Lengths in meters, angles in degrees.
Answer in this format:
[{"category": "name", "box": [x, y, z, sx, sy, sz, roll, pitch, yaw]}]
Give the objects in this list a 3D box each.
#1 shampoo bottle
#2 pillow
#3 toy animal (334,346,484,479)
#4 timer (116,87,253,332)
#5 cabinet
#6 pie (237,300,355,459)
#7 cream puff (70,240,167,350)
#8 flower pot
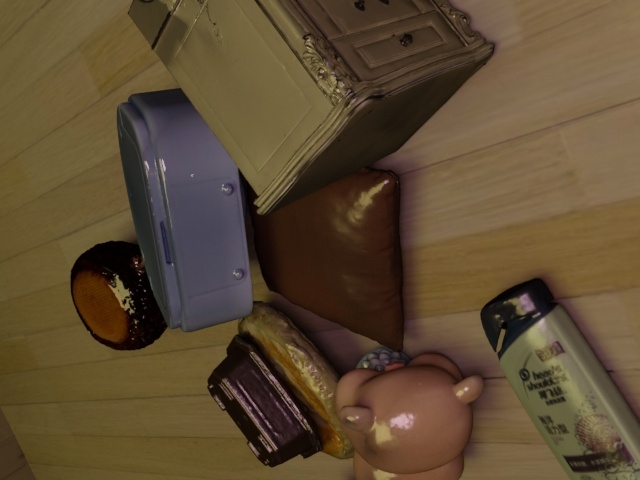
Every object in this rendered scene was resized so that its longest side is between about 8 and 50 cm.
[{"category": "shampoo bottle", "box": [0.337, 0.226, 1.006, 0.359, 0.078, 0.134, 57, 139, 3]}, {"category": "pillow", "box": [0.000, 0.000, 1.181, 0.307, 0.108, 0.306, 22, 129, 38]}, {"category": "toy animal", "box": [0.127, 0.290, 1.144, 0.229, 0.210, 0.221, -158, 56, -76]}, {"category": "timer", "box": [-0.219, -0.072, 1.254, 0.395, 0.173, 0.395, 166, 90, -72]}, {"category": "cabinet", "box": [-0.014, -0.257, 0.927, 0.318, 0.290, 0.227, 54, 137, 8]}, {"category": "pie", "box": [-0.040, 0.249, 1.341, 0.339, 0.077, 0.339, 41, 150, 30]}, {"category": "cream puff", "box": [-0.404, 0.107, 1.568, 0.239, 0.165, 0.239, 17, 121, 31]}, {"category": "flower pot", "box": [-0.113, 0.299, 1.340, 0.251, 0.084, 0.179, 53, 154, 8]}]
